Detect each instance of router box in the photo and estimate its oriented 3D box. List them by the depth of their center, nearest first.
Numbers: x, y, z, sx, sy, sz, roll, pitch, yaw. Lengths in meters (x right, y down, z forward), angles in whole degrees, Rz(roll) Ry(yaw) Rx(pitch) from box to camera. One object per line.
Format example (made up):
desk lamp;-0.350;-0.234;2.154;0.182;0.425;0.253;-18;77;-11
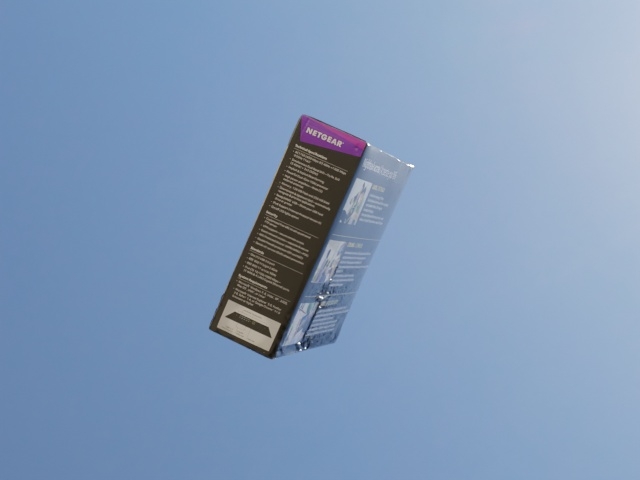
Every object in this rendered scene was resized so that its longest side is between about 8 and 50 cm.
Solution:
router box;0.000;0.000;0.848;0.046;0.179;0.133;25;-86;11
